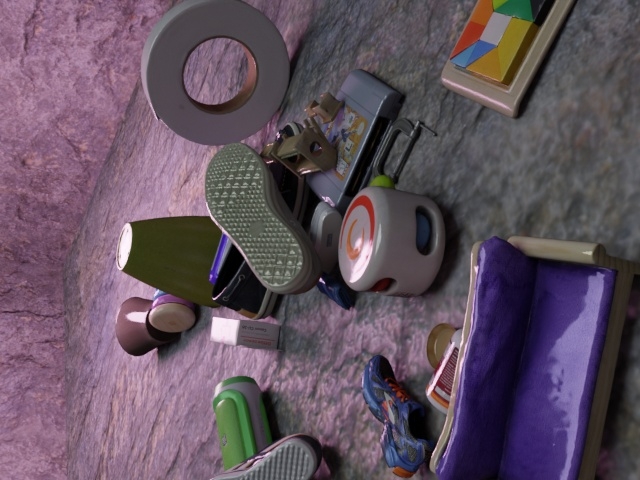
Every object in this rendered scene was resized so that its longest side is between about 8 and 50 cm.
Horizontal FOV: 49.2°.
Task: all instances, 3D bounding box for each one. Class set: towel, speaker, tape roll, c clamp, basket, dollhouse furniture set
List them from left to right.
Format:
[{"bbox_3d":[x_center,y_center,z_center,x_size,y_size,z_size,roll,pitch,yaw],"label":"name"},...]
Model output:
[{"bbox_3d":[-0.564,0.279,2.314,0.226,0.154,0.205,-13,80,53],"label":"basket"},{"bbox_3d":[-0.271,-0.438,1.832,0.072,0.391,0.392,50,123,52],"label":"tape roll"},{"bbox_3d":[-0.173,0.468,1.622,0.131,0.131,0.297,-55,38,34],"label":"speaker"},{"bbox_3d":[-0.027,-0.230,1.584,0.182,0.101,0.161,-3,53,59],"label":"dollhouse furniture set"},{"bbox_3d":[0.022,0.102,1.482,0.029,0.067,0.119,-38,31,-11],"label":"towel"},{"bbox_3d":[0.155,-0.177,1.396,0.161,0.022,0.137,-62,35,25],"label":"c clamp"}]

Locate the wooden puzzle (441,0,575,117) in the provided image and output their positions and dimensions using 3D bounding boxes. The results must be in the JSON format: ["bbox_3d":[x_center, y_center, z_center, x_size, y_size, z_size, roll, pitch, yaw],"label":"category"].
[{"bbox_3d":[0.306,-0.349,1.183,0.221,0.044,0.239,46,120,54],"label":"wooden puzzle"}]

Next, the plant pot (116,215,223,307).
[{"bbox_3d":[-0.420,0.040,2.009,0.274,0.293,0.275,-26,58,53],"label":"plant pot"}]

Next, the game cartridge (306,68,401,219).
[{"bbox_3d":[0.063,-0.217,1.535,0.198,0.062,0.297,47,120,49],"label":"game cartridge"}]

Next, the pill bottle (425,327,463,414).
[{"bbox_3d":[0.231,0.193,1.085,0.086,0.086,0.152,49,122,53],"label":"pill bottle"}]

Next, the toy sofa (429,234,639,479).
[{"bbox_3d":[0.284,0.178,0.916,0.150,0.177,0.363,10,88,60],"label":"toy sofa"}]

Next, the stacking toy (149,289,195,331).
[{"bbox_3d":[-0.463,0.121,2.235,0.141,0.141,0.330,-47,36,41],"label":"stacking toy"}]

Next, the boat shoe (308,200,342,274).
[{"bbox_3d":[0.000,0.000,1.519,0.063,0.066,0.184,-124,30,-48],"label":"boat shoe"}]

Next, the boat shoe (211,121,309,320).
[{"bbox_3d":[-0.144,-0.050,1.708,0.187,0.155,0.501,-141,67,-67],"label":"boat shoe"}]

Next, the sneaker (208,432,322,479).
[{"bbox_3d":[-0.128,0.507,1.444,0.321,0.127,0.126,-31,79,12],"label":"sneaker"}]

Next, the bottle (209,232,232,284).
[{"bbox_3d":[-0.209,-0.011,1.853,0.092,0.118,0.283,22,102,14],"label":"bottle"}]

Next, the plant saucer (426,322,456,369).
[{"bbox_3d":[0.212,0.182,1.189,0.083,0.015,0.084,-25,60,53],"label":"plant saucer"}]

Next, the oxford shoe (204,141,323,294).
[{"bbox_3d":[-0.131,-0.044,1.538,0.169,0.130,0.449,-39,55,8],"label":"oxford shoe"}]

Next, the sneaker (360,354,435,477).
[{"bbox_3d":[0.142,0.295,1.223,0.087,0.083,0.221,-41,51,27],"label":"sneaker"}]

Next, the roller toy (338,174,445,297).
[{"bbox_3d":[0.130,0.007,1.257,0.191,0.146,0.209,-118,42,-59],"label":"roller toy"}]

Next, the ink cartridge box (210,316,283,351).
[{"bbox_3d":[-0.178,0.229,1.720,0.198,0.115,0.067,-3,77,57],"label":"ink cartridge box"}]
